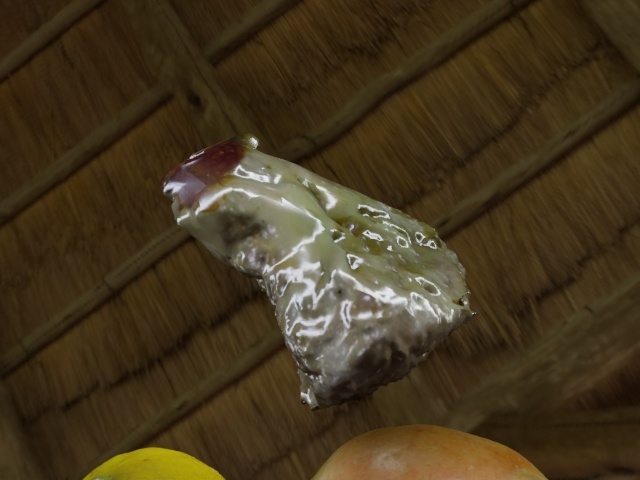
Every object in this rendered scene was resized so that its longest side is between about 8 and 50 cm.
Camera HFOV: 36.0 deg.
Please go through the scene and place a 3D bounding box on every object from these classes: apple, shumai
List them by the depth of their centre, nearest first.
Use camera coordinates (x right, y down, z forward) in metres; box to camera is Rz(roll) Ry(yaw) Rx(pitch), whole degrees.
[{"bbox_3d":[-0.001,-0.003,1.015,0.217,0.346,0.283,-31,-82,10],"label":"shumai"},{"bbox_3d":[0.122,0.357,1.037,0.339,0.305,0.338,1,-82,10],"label":"apple"}]

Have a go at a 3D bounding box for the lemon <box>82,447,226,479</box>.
[{"bbox_3d":[-0.202,0.403,1.257,0.245,0.245,0.319,-29,-55,4],"label":"lemon"}]
